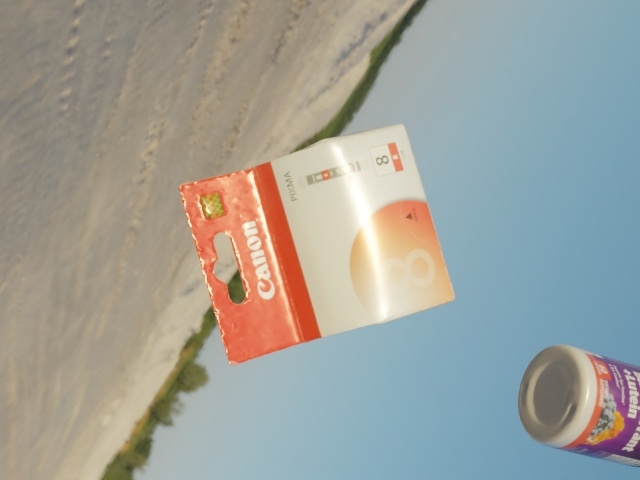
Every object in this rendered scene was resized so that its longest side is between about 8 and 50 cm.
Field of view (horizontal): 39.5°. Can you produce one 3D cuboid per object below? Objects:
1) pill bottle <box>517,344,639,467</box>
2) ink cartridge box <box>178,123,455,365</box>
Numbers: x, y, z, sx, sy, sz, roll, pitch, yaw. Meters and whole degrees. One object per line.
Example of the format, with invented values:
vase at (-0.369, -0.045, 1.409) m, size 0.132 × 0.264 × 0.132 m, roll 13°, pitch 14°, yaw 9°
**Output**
pill bottle at (0.320, 0.184, 0.960) m, size 0.108 × 0.193 × 0.108 m, roll -45°, pitch -144°, yaw 47°
ink cartridge box at (0.000, 0.000, 0.672) m, size 0.179 × 0.146 × 0.045 m, roll -15°, pitch 177°, yaw -22°
